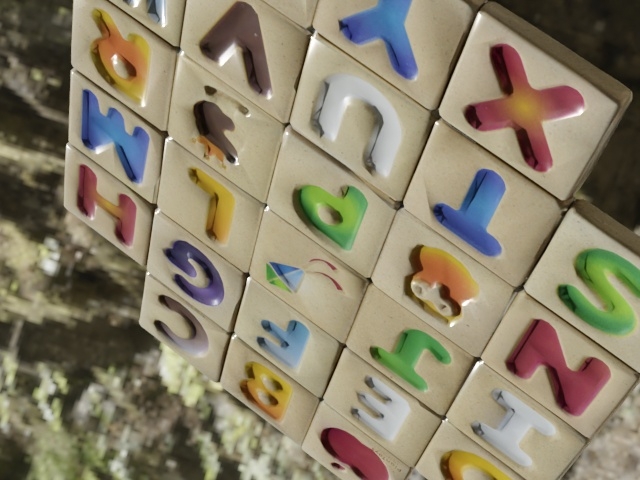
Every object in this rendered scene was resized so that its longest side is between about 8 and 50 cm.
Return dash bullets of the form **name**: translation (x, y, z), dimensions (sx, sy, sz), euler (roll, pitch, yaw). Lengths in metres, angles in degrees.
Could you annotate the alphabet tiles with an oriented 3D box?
- **alphabet tiles**: translation (0.000, 0.000, 0.579), dimensions (0.011, 0.285, 0.342), euler (-47, -14, -32)
